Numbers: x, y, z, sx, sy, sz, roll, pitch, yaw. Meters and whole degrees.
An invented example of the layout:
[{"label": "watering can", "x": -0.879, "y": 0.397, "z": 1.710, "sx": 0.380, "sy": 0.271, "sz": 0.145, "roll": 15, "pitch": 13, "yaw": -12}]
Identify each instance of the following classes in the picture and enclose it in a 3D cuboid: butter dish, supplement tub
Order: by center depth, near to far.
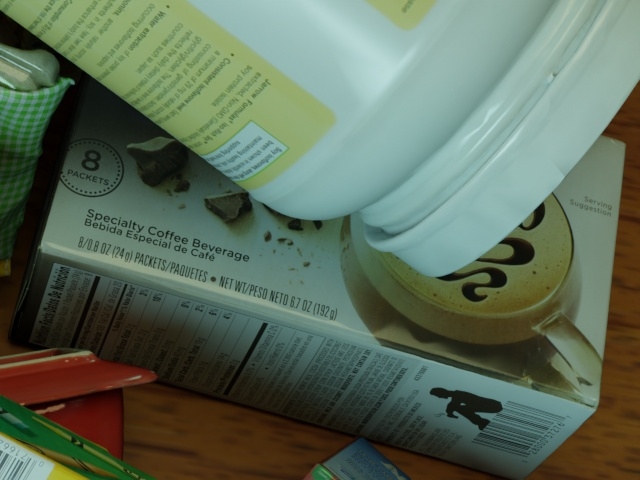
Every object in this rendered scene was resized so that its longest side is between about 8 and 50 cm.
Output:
[{"label": "supplement tub", "x": -0.021, "y": -0.160, "z": 0.863, "sx": 0.331, "sy": 0.241, "sz": 0.241, "roll": 36, "pitch": 58, "yaw": -12}, {"label": "butter dish", "x": -0.158, "y": 0.117, "z": 0.908, "sx": 0.160, "sy": 0.160, "sz": 0.118, "roll": -9, "pitch": 90, "yaw": -16}]

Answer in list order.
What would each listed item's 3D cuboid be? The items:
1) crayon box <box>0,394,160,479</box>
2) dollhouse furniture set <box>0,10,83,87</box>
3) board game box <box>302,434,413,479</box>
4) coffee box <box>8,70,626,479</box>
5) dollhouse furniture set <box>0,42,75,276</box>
[{"label": "crayon box", "x": -0.095, "y": 0.190, "z": 0.824, "sx": 0.278, "sy": 0.081, "sz": 0.165, "roll": 31, "pitch": 91, "yaw": -20}, {"label": "dollhouse furniture set", "x": -0.185, "y": -0.168, "z": 1.014, "sx": 0.161, "sy": 0.182, "sz": 0.101, "roll": -6, "pitch": 65, "yaw": -19}, {"label": "board game box", "x": 0.108, "y": 0.203, "z": 0.933, "sx": 0.281, "sy": 0.145, "sz": 0.027, "roll": 40, "pitch": 96, "yaw": 8}, {"label": "coffee box", "x": 0.000, "y": 0.000, "z": 1.015, "sx": 0.297, "sy": 0.119, "sz": 0.168, "roll": 17, "pitch": 60, "yaw": -8}, {"label": "dollhouse furniture set", "x": -0.297, "y": -0.047, "z": 0.909, "sx": 0.301, "sy": 0.197, "sz": 0.151, "roll": 27, "pitch": 58, "yaw": -1}]
